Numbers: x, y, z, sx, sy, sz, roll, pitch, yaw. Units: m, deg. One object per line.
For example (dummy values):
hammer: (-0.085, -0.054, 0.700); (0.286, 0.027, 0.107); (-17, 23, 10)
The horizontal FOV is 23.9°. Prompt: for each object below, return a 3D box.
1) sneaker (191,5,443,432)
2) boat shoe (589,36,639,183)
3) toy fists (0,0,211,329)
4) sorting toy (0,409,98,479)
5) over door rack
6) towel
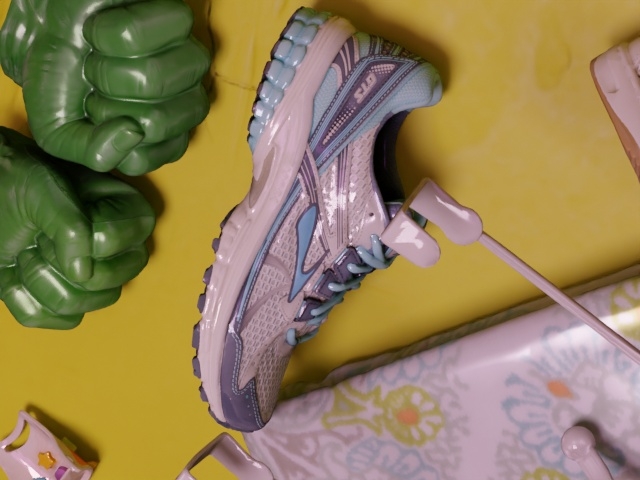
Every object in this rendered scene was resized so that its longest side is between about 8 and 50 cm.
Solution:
sneaker: (0.000, 0.000, 0.976); (0.122, 0.110, 0.283); (17, 102, 9)
boat shoe: (0.232, -0.030, 0.817); (0.096, 0.277, 0.098); (-35, 136, 21)
toy fists: (-0.170, -0.061, 1.052); (0.142, 0.096, 0.279); (30, 116, 10)
sorting toy: (-0.221, 0.174, 1.189); (0.075, 0.045, 0.083); (44, 120, 12)
over door rack: (0.116, 0.123, 0.880); (0.324, 0.108, 0.239); (32, 119, -11)
towel: (0.163, 0.199, 1.010); (0.374, 0.090, 0.321); (-22, 95, 28)
